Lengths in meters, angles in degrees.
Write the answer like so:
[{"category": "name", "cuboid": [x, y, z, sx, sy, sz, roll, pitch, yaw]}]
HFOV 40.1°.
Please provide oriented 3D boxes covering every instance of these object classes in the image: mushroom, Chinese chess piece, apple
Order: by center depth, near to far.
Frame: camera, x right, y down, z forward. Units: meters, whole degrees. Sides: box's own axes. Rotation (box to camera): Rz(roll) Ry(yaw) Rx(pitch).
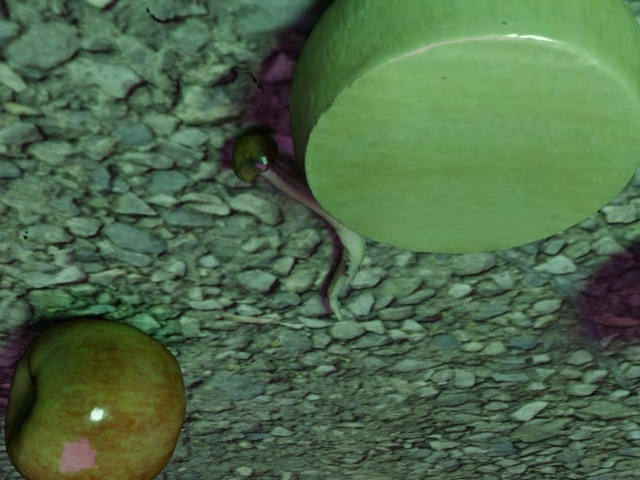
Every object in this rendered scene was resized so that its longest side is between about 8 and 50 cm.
[{"category": "Chinese chess piece", "cuboid": [0.103, -0.091, 0.617, 0.250, 0.101, 0.250, -1, 147, -1]}, {"category": "mushroom", "cuboid": [0.001, -0.003, 0.810, 0.068, 0.043, 0.306, 4, 152, 25]}, {"category": "apple", "cuboid": [-0.237, 0.178, 0.937, 0.173, 0.188, 0.188, 12, 145, -33]}]
